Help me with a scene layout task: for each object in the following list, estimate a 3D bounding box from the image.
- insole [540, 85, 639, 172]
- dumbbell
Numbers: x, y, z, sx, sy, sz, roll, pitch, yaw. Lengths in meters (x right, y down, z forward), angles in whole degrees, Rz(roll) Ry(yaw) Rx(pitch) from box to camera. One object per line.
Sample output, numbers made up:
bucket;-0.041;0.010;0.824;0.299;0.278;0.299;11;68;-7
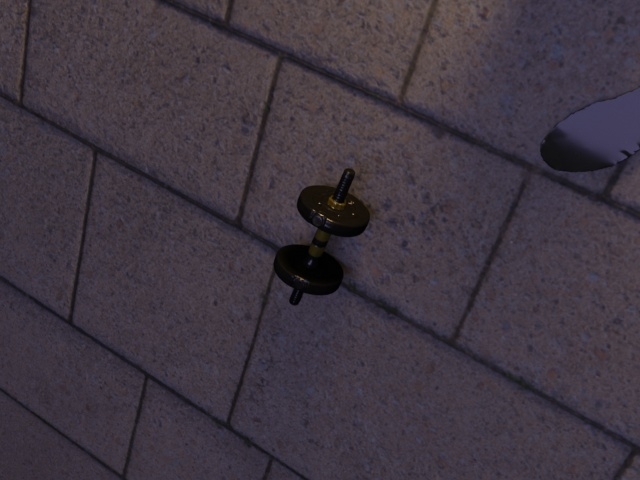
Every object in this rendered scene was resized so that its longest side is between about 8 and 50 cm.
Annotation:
insole;0.493;-0.197;1.194;0.309;0.012;0.110;-33;89;34
dumbbell;0.000;0.000;1.471;0.143;0.143;0.325;32;121;16
